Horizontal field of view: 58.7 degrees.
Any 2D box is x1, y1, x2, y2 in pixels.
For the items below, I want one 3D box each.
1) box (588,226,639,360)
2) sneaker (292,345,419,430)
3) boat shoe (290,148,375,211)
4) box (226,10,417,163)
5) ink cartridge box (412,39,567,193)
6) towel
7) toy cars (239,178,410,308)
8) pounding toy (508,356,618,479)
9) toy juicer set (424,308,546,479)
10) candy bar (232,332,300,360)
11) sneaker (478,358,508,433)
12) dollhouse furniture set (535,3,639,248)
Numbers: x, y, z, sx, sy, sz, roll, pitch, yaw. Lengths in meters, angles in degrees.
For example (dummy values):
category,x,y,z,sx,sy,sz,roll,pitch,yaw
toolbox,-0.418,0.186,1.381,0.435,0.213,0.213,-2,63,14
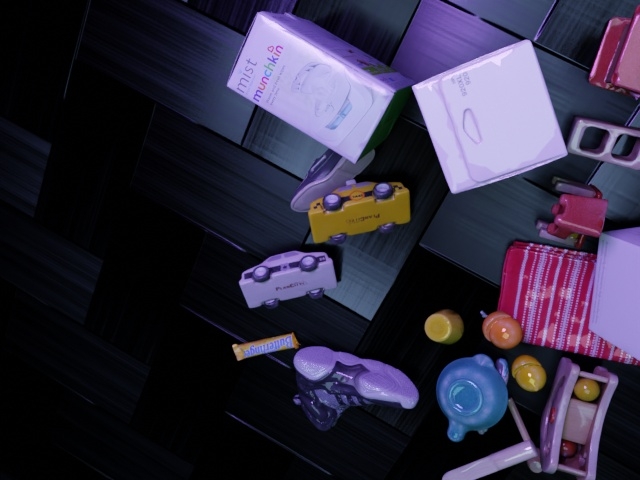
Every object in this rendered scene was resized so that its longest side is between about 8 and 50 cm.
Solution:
category,x,y,z,sx,sy,sz,roll,pitch,yaw
box,0.530,0.087,0.876,0.119,0.182,0.180,-6,109,-14
sneaker,0.066,0.326,1.188,0.269,0.101,0.153,15,112,18
boat shoe,0.017,-0.131,1.085,0.206,0.075,0.065,-40,50,29
box,0.017,-0.256,0.922,0.231,0.262,0.126,31,114,4
ink cartridge box,0.261,-0.197,0.883,0.168,0.232,0.171,-20,101,22
towel,0.464,0.116,1.035,0.275,0.031,0.198,10,111,13
toy cars,0.000,0.000,1.101,0.176,0.087,0.394,27,121,-34
pounding toy,0.427,0.340,1.051,0.155,0.154,0.269,13,110,12
toy juicer set,0.313,0.284,1.050,0.209,0.089,0.328,-10,79,27
candy bar,-0.119,0.233,1.254,0.162,0.018,0.040,-15,103,21
sneaker,0.317,0.301,1.124,0.076,0.065,0.166,22,109,17
dollhouse furniture set,0.466,-0.145,0.856,0.152,0.201,0.374,16,111,11
